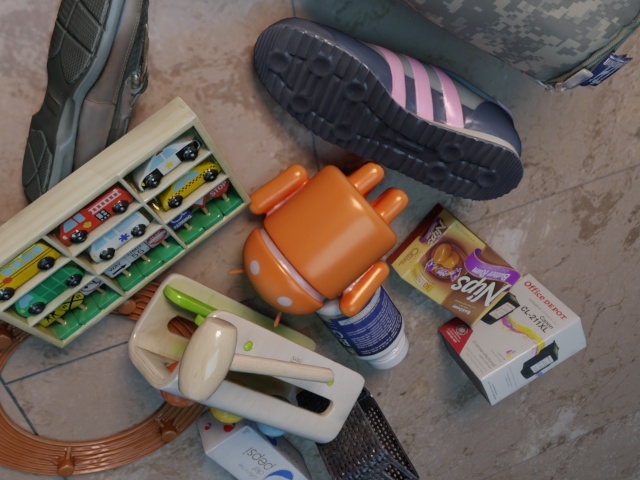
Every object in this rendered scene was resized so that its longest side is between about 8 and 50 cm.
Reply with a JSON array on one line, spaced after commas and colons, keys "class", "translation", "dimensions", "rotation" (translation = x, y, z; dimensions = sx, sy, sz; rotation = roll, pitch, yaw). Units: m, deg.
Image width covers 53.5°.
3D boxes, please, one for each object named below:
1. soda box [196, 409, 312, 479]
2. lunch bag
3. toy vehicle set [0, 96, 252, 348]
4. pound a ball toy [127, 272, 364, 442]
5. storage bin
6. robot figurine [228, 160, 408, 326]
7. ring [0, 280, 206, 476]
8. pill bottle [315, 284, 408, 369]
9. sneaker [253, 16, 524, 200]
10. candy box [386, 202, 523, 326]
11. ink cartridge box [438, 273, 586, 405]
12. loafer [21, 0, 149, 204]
[{"class": "soda box", "translation": [-0.094, 0.322, 0.957], "dimensions": [0.074, 0.069, 0.216], "rotation": [-34, 128, 0]}, {"class": "lunch bag", "translation": [0.171, -0.295, 0.545], "dimensions": [0.305, 0.212, 0.256], "rotation": [22, 128, -14]}, {"class": "toy vehicle set", "translation": [-0.208, -0.009, 0.645], "dimensions": [0.267, 0.035, 0.166], "rotation": [-38, 152, -5]}, {"class": "pound a ball toy", "translation": [-0.082, 0.166, 0.740], "dimensions": [0.319, 0.208, 0.136], "rotation": [33, 86, -41]}, {"class": "storage bin", "translation": [0.050, 0.284, 0.924], "dimensions": [0.084, 0.180, 0.122], "rotation": [-39, 129, 3]}, {"class": "robot figurine", "translation": [0.001, 0.002, 0.744], "dimensions": [0.219, 0.128, 0.158], "rotation": [-40, 134, 5]}, {"class": "ring", "translation": [-0.286, 0.186, 0.802], "dimensions": [0.336, 0.032, 0.336], "rotation": [-11, 125, -17]}, {"class": "pill bottle", "translation": [0.057, 0.103, 0.860], "dimensions": [0.094, 0.094, 0.169], "rotation": [-35, 129, 1]}, {"class": "sneaker", "translation": [0.080, -0.160, 0.702], "dimensions": [0.319, 0.131, 0.112], "rotation": [27, 137, -16]}, {"class": "candy box", "translation": [0.195, 0.040, 0.908], "dimensions": [0.187, 0.053, 0.109], "rotation": [35, 103, -36]}, {"class": "ink cartridge box", "translation": [0.293, 0.148, 0.978], "dimensions": [0.175, 0.127, 0.072], "rotation": [-32, 127, -3]}, {"class": "loafer", "translation": [-0.205, -0.142, 0.592], "dimensions": [0.084, 0.096, 0.267], "rotation": [-1, 132, -46]}]
